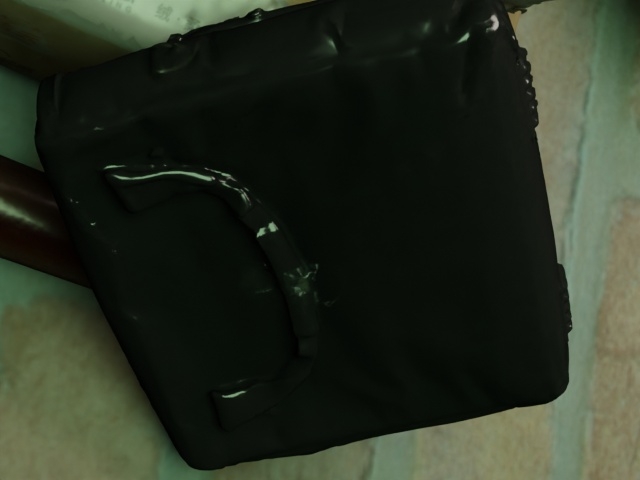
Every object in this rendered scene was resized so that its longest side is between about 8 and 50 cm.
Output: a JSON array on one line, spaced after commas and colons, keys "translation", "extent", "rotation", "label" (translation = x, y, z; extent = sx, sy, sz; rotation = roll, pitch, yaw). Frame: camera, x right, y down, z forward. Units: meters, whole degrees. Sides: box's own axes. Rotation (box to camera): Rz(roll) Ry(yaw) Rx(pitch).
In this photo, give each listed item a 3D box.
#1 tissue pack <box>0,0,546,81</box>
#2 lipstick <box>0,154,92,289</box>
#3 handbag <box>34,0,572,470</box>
[{"translation": [-0.027, -0.167, 0.661], "extent": [0.306, 0.238, 0.238], "rotation": [22, 76, -24], "label": "tissue pack"}, {"translation": [-0.259, -0.052, 0.625], "extent": [0.357, 0.057, 0.057], "rotation": [21, 76, -23], "label": "lipstick"}, {"translation": [0.000, 0.000, 0.637], "extent": [0.244, 0.088, 0.275], "rotation": [-15, 131, 5], "label": "handbag"}]
